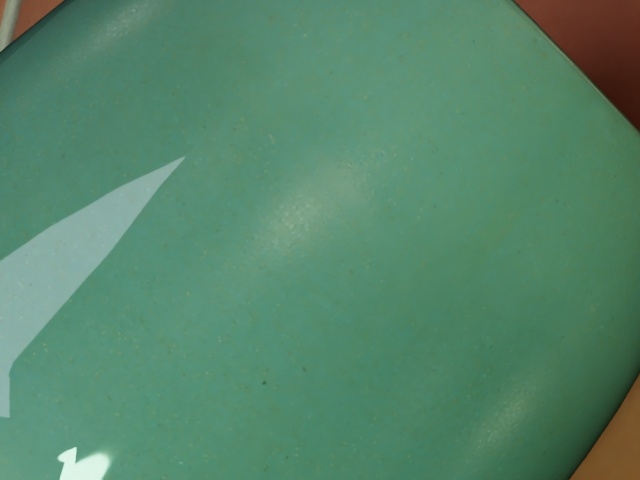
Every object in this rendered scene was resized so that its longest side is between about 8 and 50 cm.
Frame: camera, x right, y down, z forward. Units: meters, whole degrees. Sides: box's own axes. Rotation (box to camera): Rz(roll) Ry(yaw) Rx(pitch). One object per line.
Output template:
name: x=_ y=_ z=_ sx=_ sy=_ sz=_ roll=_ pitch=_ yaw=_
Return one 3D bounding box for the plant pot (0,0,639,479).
plant pot: x=0.000 y=0.000 z=0.702 sx=0.235 sy=0.293 sz=0.293 roll=-44 pitch=37 yaw=8
